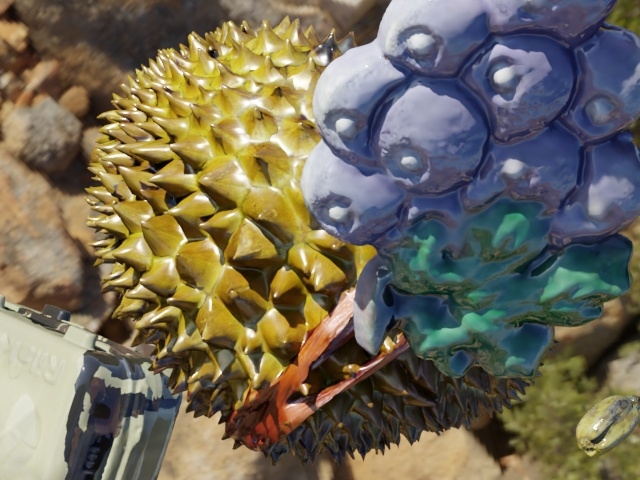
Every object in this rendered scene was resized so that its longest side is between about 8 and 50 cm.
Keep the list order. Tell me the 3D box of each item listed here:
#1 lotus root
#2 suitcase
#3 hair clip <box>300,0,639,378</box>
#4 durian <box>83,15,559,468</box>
[{"bbox_3d":[0.344,0.216,1.634,0.099,0.049,0.054,-37,99,-20],"label":"lotus root"},{"bbox_3d":[-0.349,0.248,1.587,0.194,0.351,0.339,19,88,-47],"label":"suitcase"},{"bbox_3d":[0.055,-0.030,0.489,0.052,0.124,0.195,-86,171,-58],"label":"hair clip"},{"bbox_3d":[0.001,-0.001,1.036,0.384,0.348,0.348,20,58,8],"label":"durian"}]
